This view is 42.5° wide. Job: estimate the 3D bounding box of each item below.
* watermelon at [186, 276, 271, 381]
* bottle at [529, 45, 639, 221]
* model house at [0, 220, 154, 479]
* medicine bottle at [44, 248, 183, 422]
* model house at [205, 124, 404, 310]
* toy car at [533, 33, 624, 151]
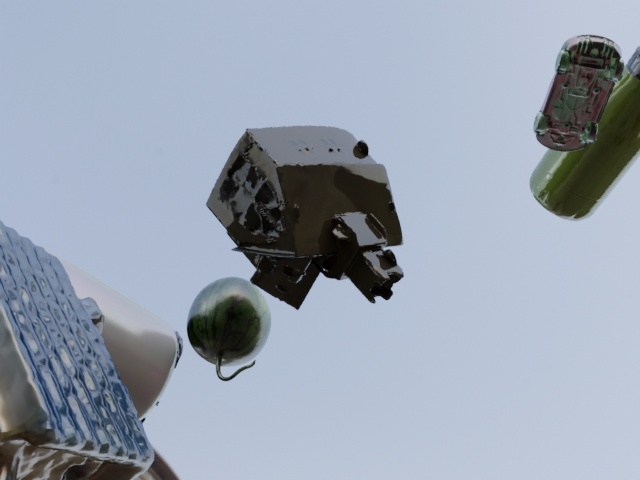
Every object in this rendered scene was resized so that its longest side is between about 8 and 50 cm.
[{"bbox_3d":[-0.152,0.147,1.335,0.141,0.187,0.140,5,-46,5],"label":"watermelon"},{"bbox_3d":[0.405,-0.152,1.162,0.112,0.112,0.260,15,-52,-17],"label":"bottle"},{"bbox_3d":[-0.408,0.240,0.930,0.400,0.395,0.445,-11,-42,-41],"label":"model house"},{"bbox_3d":[-0.423,0.141,1.285,0.213,0.213,0.379,-48,-57,5],"label":"medicine bottle"},{"bbox_3d":[0.000,0.000,1.059,0.211,0.243,0.204,-7,-45,-47],"label":"model house"},{"bbox_3d":[0.281,-0.162,0.903,0.069,0.055,0.142,10,-44,2],"label":"toy car"}]
